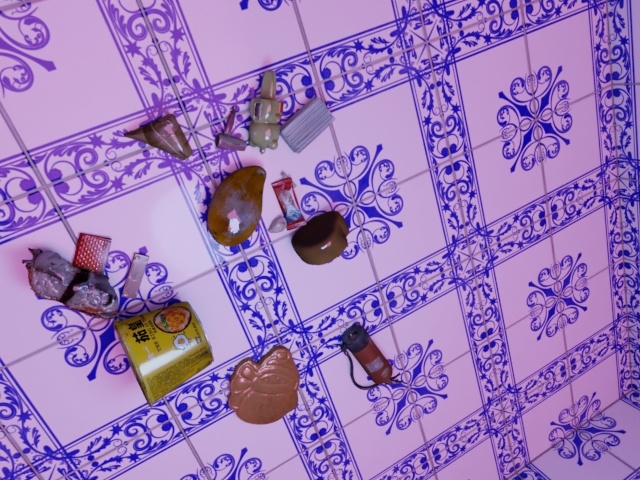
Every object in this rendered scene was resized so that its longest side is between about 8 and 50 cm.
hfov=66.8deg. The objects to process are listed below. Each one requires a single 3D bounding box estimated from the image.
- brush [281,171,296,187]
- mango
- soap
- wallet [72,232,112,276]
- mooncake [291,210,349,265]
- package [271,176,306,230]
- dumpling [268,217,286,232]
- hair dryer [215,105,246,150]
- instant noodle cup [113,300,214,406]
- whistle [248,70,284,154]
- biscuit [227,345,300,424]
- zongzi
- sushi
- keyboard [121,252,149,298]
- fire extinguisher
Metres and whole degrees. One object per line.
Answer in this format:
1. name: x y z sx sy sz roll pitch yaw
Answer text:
1. brush: -0.122 -0.231 1.858 0.016 0.013 0.083 -47 125 0
2. mango: -0.291 -0.129 1.740 0.192 0.146 0.317 28 86 -36
3. soap: -0.053 -0.429 1.801 0.198 0.063 0.115 -43 119 -7
4. wallet: -0.782 0.076 1.647 0.103 0.020 0.197 14 101 -22
5. mooncake: 0.000 0.000 1.868 0.235 0.235 0.117 -42 120 -8
6. package: -0.120 -0.139 1.869 0.083 0.022 0.201 -17 109 3
7. dumpling: -0.161 -0.054 1.877 0.059 0.043 0.077 37 83 -47
8. hair dryer: -0.310 -0.396 1.709 0.106 0.054 0.154 2 100 -29
9. instant noodle cup: -0.539 0.374 1.693 0.254 0.325 0.326 -23 113 -25
10. whistle: -0.190 -0.447 1.708 0.106 0.131 0.289 -5 106 -54
11. biscuit: -0.231 0.614 2.031 0.311 0.057 0.352 0 105 -25
12. zongzi: -0.533 -0.319 1.618 0.176 0.078 0.160 -27 115 -4
13. sushi: -0.806 0.142 1.580 0.332 0.124 0.130 29 105 -23
14. keyboard: -0.659 0.126 1.721 0.055 0.017 0.166 16 98 -31
15. fire extinguisher: 0.209 0.551 2.197 0.200 0.113 0.376 -21 119 30
